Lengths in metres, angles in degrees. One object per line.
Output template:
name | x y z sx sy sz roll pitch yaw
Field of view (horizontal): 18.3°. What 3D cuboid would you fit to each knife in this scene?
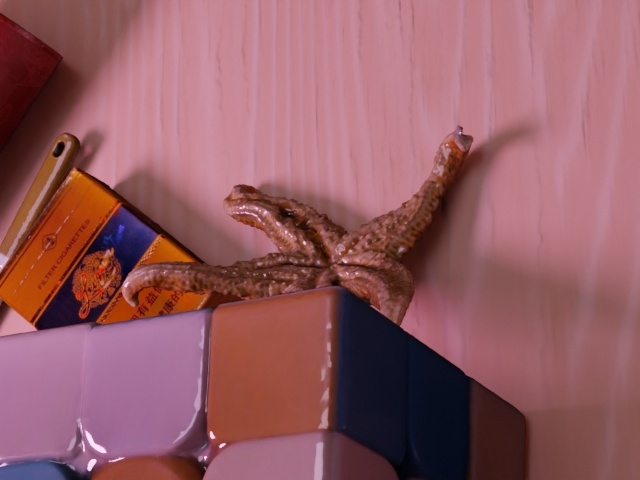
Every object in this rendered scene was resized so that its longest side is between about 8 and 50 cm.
knife | -0.340 0.041 2.033 0.061 0.027 0.343 25 87 35

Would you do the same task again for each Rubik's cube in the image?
Rubik's cube | -0.055 0.265 1.565 0.344 0.346 0.347 -8 66 28

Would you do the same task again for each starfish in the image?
starfish | 0.005 0.008 1.753 0.327 0.094 0.375 -33 29 -22

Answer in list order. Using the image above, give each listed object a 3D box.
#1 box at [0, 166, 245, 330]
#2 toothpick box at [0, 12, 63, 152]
box | -0.196 0.051 1.917 0.237 0.070 0.152 36 91 38
toothpick box | -0.440 -0.106 2.050 0.204 0.204 0.333 33 89 37
